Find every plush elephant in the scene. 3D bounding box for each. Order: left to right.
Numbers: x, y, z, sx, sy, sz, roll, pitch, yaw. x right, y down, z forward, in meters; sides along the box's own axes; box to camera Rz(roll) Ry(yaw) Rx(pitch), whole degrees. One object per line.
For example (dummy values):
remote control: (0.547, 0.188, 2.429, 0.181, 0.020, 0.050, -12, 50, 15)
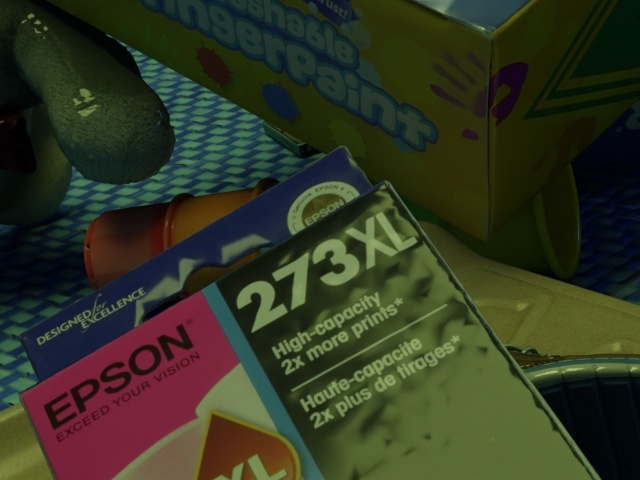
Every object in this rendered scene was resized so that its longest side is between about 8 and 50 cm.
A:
plush elephant: (-0.271, -0.079, 1.320, 0.272, 0.255, 0.330, -1, 41, -16)

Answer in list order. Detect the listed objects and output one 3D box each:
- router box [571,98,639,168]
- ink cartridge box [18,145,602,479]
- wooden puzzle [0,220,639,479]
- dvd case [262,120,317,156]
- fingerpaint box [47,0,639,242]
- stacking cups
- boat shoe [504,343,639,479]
router box: (0.257, -0.203, 1.320, 0.336, 0.082, 0.301, -11, 49, -9)
ink cartridge box: (0.001, 0.096, 0.706, 0.176, 0.069, 0.371, -30, 44, -3)
wooden puzzle: (0.044, 0.118, 0.878, 0.322, 0.080, 0.348, -25, 29, -28)
dvd case: (0.022, -0.100, 1.515, 0.119, 0.013, 0.087, -21, 22, -16)
fingerpaint box: (0.043, -0.245, 1.190, 0.445, 0.163, 0.371, 29, 54, 29)
stacking cups: (0.000, 0.000, 1.184, 0.316, 0.096, 0.096, -9, 21, 20)
boat shoe: (0.077, 0.072, 0.786, 0.183, 0.066, 0.066, -8, 24, 5)
